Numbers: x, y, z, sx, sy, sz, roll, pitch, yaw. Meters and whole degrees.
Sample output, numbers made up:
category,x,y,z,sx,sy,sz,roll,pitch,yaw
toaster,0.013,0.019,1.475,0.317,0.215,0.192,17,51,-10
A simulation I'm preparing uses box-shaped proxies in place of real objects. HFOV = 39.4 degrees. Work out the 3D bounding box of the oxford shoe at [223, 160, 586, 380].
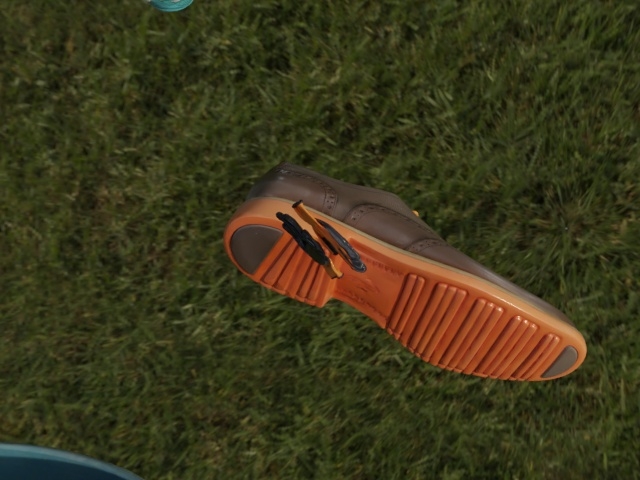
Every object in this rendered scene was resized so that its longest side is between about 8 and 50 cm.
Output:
category,x,y,z,sx,sy,sz,roll,pitch,yaw
oxford shoe,0.095,0.020,0.878,0.364,0.132,0.130,25,137,-1

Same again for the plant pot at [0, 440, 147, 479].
category,x,y,z,sx,sy,sz,roll,pitch,yaw
plant pot,-0.171,0.222,0.299,0.290,0.290,0.195,2,104,15

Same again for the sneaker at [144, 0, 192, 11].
category,x,y,z,sx,sy,sz,roll,pitch,yaw
sneaker,-0.061,-0.298,0.724,0.107,0.110,0.275,39,75,9

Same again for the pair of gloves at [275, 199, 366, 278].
category,x,y,z,sx,sy,sz,roll,pitch,yaw
pair of gloves,0.000,0.000,0.693,0.074,0.083,0.010,46,72,-8
